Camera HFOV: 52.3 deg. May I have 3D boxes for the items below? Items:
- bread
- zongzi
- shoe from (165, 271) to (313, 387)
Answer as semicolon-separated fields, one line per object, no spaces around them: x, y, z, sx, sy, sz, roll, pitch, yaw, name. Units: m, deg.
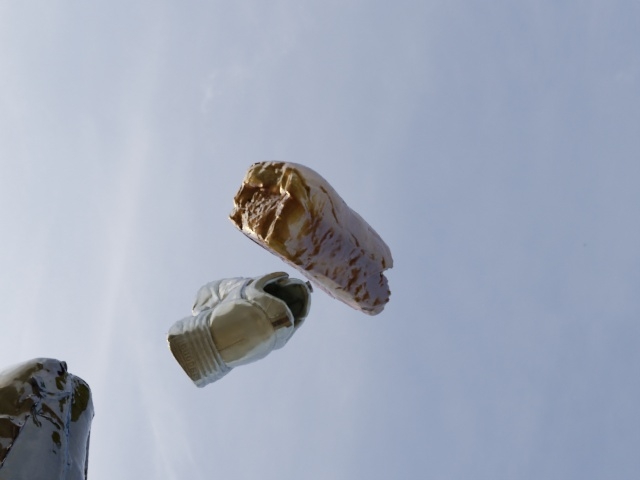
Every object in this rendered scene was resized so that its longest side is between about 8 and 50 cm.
0.001;-0.006;1.158;0.195;0.344;0.148;26;-100;46;bread
-0.348;0.376;0.844;0.174;0.356;0.393;-19;-57;20;zongzi
-0.106;0.120;1.084;0.211;0.342;0.132;-22;-82;6;shoe
